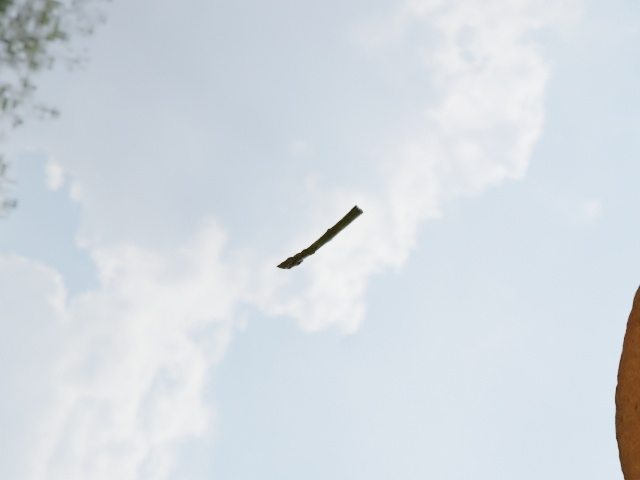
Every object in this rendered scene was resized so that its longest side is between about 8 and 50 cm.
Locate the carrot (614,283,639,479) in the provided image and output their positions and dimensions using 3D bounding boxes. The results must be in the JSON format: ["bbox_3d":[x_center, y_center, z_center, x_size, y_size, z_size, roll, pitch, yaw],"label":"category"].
[{"bbox_3d":[0.281,0.072,0.836,0.307,0.100,0.258,-58,-139,34],"label":"carrot"}]

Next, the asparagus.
[{"bbox_3d":[0.000,0.000,1.664,0.114,0.014,0.015,-39,-104,14],"label":"asparagus"}]
